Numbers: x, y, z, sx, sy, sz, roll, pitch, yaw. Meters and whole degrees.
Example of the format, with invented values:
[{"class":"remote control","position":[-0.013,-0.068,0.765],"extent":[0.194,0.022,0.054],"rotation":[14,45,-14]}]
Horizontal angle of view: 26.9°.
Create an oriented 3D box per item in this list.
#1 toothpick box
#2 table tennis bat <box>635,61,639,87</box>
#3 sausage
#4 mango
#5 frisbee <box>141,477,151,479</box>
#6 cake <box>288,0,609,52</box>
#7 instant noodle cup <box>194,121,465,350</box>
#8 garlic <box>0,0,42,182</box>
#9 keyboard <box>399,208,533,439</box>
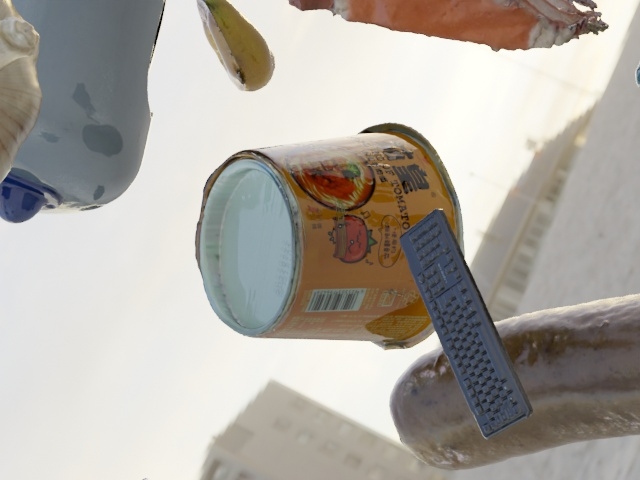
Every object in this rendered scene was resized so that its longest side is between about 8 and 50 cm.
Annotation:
[{"class":"toothpick box","position":[-0.285,-0.185,1.335],"extent":[0.263,0.263,0.355],"rotation":[79,-163,-68]},{"class":"table tennis bat","position":[0.365,-0.120,1.036],"extent":[0.153,0.244,0.040],"rotation":[101,173,-59]},{"class":"sausage","position":[0.266,0.115,1.163],"extent":[0.123,0.500,0.136],"rotation":[27,-121,-44]},{"class":"mango","position":[-0.108,-0.252,1.678],"extent":[0.066,0.101,0.187],"rotation":[-36,-38,-1]},{"class":"frisbee","position":[-0.175,0.421,1.767],"extent":[0.045,0.242,0.242],"rotation":[-37,-19,-9]},{"class":"cake","position":[0.102,-0.232,1.093],"extent":[0.098,0.287,0.135],"rotation":[-73,-3,-56]},{"class":"instant noodle cup","position":[0.000,0.000,1.211],"extent":[0.172,0.216,0.216],"rotation":[-3,-56,-36]},{"class":"garlic","position":[-0.260,-0.121,0.972],"extent":[0.199,0.226,0.199],"rotation":[3,-94,-45]},{"class":"keyboard","position":[0.096,0.056,0.907],"extent":[0.010,0.155,0.053],"rotation":[-10,-20,-37]}]
